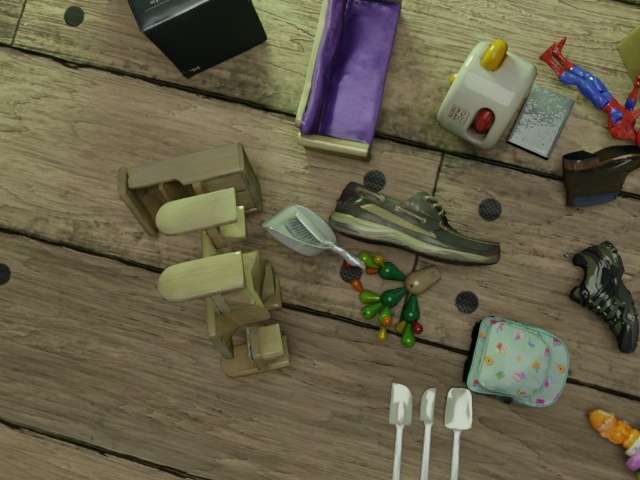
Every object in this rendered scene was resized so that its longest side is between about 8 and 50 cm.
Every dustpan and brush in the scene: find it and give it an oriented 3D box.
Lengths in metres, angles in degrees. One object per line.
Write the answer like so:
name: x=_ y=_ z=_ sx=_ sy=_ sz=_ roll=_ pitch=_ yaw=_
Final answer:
dustpan and brush: x=0.000 y=0.000 z=1.491 sx=0.211 sy=0.147 sz=0.060 roll=43 pitch=121 yaw=3

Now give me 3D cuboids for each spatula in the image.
spatula: x=0.222 y=0.420 z=1.500 sx=0.168 sy=0.019 sz=0.242 roll=4 pitch=86 yaw=4

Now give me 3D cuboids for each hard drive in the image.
hard drive: x=0.460 y=-0.247 z=1.530 sx=0.094 sy=0.022 sz=0.135 roll=25 pitch=88 yaw=6

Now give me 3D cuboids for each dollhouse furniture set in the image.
dollhouse furniture set: x=-0.239 y=0.034 z=1.414 sx=0.256 sy=0.362 sz=0.394 roll=-12 pitch=59 yaw=5

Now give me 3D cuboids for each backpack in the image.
backpack: x=0.391 y=0.242 z=1.440 sx=0.188 sy=0.144 sz=0.166 roll=15 pitch=81 yaw=3

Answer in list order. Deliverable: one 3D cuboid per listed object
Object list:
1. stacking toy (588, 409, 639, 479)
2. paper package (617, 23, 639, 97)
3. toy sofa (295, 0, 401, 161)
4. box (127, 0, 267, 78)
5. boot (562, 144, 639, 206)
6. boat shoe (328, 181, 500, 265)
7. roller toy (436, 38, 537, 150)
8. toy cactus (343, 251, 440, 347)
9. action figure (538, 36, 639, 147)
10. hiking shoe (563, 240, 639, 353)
stacking toy: x=0.655 y=0.425 z=1.413 sx=0.301 sy=0.175 sz=0.166 roll=37 pitch=92 yaw=20
paper package: x=0.735 y=-0.318 z=1.360 sx=0.168 sy=0.325 sz=0.310 roll=-22 pitch=85 yaw=3
toy sofa: x=0.063 y=-0.354 z=1.496 sx=0.150 sy=0.177 sz=0.363 roll=12 pitch=86 yaw=6
box: x=-0.298 y=-0.584 z=1.486 sx=0.211 sy=0.293 sz=0.396 roll=-24 pitch=84 yaw=3
boot: x=0.596 y=-0.133 z=1.499 sx=0.219 sy=0.082 sz=0.106 roll=-7 pitch=112 yaw=-6
boat shoe: x=0.197 y=-0.038 z=1.483 sx=0.355 sy=0.132 sz=0.130 roll=15 pitch=87 yaw=5
roller toy: x=0.324 y=-0.291 z=1.457 sx=0.146 sy=0.209 sz=0.191 roll=30 pitch=97 yaw=7
toy cactus: x=0.161 y=0.102 z=1.498 sx=0.180 sy=0.112 sz=0.219 roll=-28 pitch=74 yaw=-8
action figure: x=0.585 y=-0.312 z=1.464 sx=0.091 sy=0.139 sz=0.280 roll=-33 pitch=82 yaw=-41
hiking shoe: x=0.565 y=0.121 z=1.473 sx=0.114 sy=0.086 sz=0.227 roll=-15 pitch=79 yaw=17
